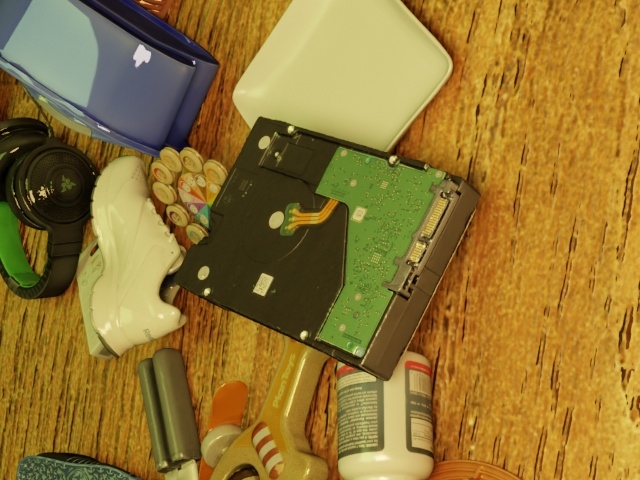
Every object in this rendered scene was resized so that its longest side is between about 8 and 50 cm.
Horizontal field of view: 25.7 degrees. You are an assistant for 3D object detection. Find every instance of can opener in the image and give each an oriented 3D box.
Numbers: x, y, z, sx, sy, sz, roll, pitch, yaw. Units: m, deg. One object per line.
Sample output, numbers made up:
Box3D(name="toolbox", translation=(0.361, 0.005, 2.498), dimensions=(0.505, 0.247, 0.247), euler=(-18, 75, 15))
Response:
Box3D(name="can opener", translation=(-0.202, 0.279, 1.864), dimensions=(0.074, 0.093, 0.280), euler=(-31, 58, 39))

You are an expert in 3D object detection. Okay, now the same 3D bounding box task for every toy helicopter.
Box3D(name="toy helicopter", translation=(-0.062, 0.234, 1.724), dimensions=(0.235, 0.140, 0.355), euler=(14, 83, 54))

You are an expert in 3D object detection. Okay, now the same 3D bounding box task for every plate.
Box3D(name="plate", translation=(0.028, -0.193, 1.729), dimensions=(0.277, 0.045, 0.278), euler=(-54, 51, 27))

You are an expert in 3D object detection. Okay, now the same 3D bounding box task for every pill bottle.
Box3D(name="pill bottle", translation=(0.072, 0.220, 1.560), dimensions=(0.108, 0.108, 0.180), euler=(-20, 61, 42))

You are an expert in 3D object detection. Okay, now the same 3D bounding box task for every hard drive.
Box3D(name="hard drive", translation=(0.000, 0.000, 1.609), dimensions=(0.339, 0.064, 0.237), euler=(19, 80, 46))

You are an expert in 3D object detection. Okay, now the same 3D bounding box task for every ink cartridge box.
Box3D(name="ink cartridge box", translation=(-0.295, 0.061, 2.030), dimensions=(0.145, 0.045, 0.179), euler=(-47, 41, 31))

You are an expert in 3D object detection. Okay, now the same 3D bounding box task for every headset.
Box3D(name="headset", translation=(-0.404, -0.106, 2.118), dimensions=(0.243, 0.185, 0.394), euler=(33, 122, 47))

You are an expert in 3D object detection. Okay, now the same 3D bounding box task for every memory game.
Box3D(name="memory game", translation=(-0.149, -0.045, 1.821), dimensions=(0.186, 0.012, 0.186), euler=(28, 144, 23))

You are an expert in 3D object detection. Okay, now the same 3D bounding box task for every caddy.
Box3D(name="caddy", translation=(-0.306, -0.233, 1.895), dimensions=(0.341, 0.241, 0.179), euler=(34, 103, 6))

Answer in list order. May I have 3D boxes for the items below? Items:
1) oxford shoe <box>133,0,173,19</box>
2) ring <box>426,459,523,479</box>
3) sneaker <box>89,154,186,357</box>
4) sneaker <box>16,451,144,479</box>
Box3D(name="oxford shoe", translation=(-0.237, -0.474, 2.008), dimensions=(0.146, 0.140, 0.397), euler=(-90, 18, -68))
Box3D(name="ring", translation=(0.152, 0.408, 1.523), dimensions=(0.336, 0.032, 0.337), euler=(-9, 77, 45))
Box3D(name="sneaker", translation=(-0.239, 0.014, 1.908), dimensions=(0.129, 0.111, 0.297), euler=(-13, 63, 12))
Box3D(name="sneaker", translation=(-0.310, 0.344, 1.973), dimensions=(0.232, 0.090, 0.081), euler=(14, 93, 24))
